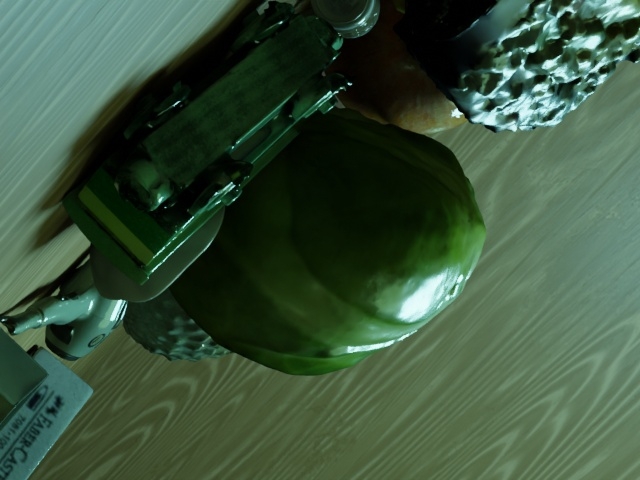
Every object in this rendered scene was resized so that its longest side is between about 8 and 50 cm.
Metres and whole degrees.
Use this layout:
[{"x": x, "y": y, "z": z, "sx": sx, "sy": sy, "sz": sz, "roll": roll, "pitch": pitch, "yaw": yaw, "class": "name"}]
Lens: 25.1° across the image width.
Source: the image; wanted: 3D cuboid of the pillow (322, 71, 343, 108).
[{"x": -0.014, "y": -0.168, "z": 1.867, "sx": 0.179, "sy": 0.075, "sz": 0.171, "roll": -3, "pitch": 99, "yaw": -83, "class": "pillow"}]

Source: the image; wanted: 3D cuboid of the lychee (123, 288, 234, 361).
[{"x": -0.167, "y": 0.053, "z": 2.040, "sx": 0.255, "sy": 0.274, "sz": 0.255, "roll": -167, "pitch": -90, "yaw": -88, "class": "lychee"}]

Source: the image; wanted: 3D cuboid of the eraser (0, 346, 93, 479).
[{"x": -0.452, "y": 0.283, "z": 2.129, "sx": 0.077, "sy": 0.111, "sz": 0.352, "roll": -45, "pitch": -172, "yaw": 41, "class": "eraser"}]

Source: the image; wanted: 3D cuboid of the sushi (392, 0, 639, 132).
[{"x": 0.186, "y": -0.301, "z": 1.397, "sx": 0.328, "sy": 0.285, "sz": 0.328, "roll": -11, "pitch": 147, "yaw": -50, "class": "sushi"}]

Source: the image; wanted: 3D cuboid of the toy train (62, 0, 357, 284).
[{"x": -0.099, "y": -0.103, "z": 1.358, "sx": 0.301, "sy": 0.120, "sz": 0.202, "roll": -46, "pitch": -176, "yaw": -37, "class": "toy train"}]

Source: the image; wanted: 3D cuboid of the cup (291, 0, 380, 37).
[{"x": 0.012, "y": -0.261, "z": 1.555, "sx": 0.099, "sy": 0.102, "sz": 0.074, "roll": -34, "pitch": 130, "yaw": -84, "class": "cup"}]

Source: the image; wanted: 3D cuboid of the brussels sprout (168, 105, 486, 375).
[{"x": 0.000, "y": 0.000, "z": 1.615, "sx": 0.315, "sy": 0.371, "sz": 0.276, "roll": -108, "pitch": -144, "yaw": -57, "class": "brussels sprout"}]

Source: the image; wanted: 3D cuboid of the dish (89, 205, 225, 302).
[{"x": -0.183, "y": -0.028, "z": 1.479, "sx": 0.190, "sy": 0.066, "sz": 0.191, "roll": -28, "pitch": -141, "yaw": 26, "class": "dish"}]

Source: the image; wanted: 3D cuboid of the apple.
[{"x": 0.120, "y": -0.253, "z": 1.743, "sx": 0.253, "sy": 0.253, "sz": 0.253, "roll": -46, "pitch": 180, "yaw": 0, "class": "apple"}]

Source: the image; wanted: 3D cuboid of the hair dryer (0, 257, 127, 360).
[{"x": -0.278, "y": 0.038, "z": 1.758, "sx": 0.229, "sy": 0.092, "sz": 0.267, "roll": -53, "pitch": 171, "yaw": -6, "class": "hair dryer"}]

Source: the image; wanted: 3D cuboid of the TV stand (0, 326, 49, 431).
[{"x": -0.436, "y": 0.222, "z": 1.713, "sx": 0.269, "sy": 0.088, "sz": 0.083, "roll": -46, "pitch": -179, "yaw": 33, "class": "TV stand"}]
